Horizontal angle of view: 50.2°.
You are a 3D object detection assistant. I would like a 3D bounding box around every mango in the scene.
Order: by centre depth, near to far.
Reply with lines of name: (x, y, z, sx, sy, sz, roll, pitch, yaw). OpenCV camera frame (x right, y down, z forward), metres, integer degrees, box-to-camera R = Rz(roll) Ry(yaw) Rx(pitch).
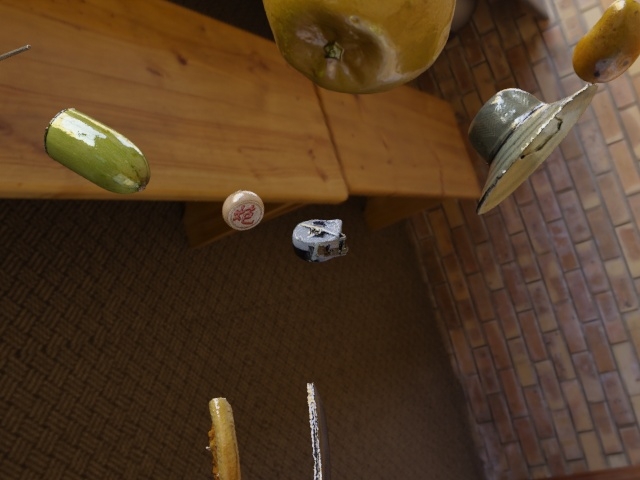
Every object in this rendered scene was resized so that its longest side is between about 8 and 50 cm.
mango: (0.603, -0.404, 1.410, 0.115, 0.178, 0.090, 38, 32, 2)

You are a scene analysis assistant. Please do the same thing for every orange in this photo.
orange: (0.050, -0.331, 0.955, 0.279, 0.279, 0.235, 39, 64, -41)

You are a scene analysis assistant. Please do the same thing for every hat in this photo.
hat: (0.282, -0.162, 1.017, 0.110, 0.252, 0.252, 45, 25, 16)

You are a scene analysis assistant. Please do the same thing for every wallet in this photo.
wallet: (0.002, 0.426, 1.416, 0.124, 0.025, 0.244, 73, 8, -46)

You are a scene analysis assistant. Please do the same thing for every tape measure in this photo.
tape measure: (-0.002, 0.001, 1.198, 0.091, 0.094, 0.054, -103, -170, -56)

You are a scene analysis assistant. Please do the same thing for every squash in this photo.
squash: (-0.480, -0.188, 1.522, 0.247, 0.132, 0.132, 28, 28, 14)

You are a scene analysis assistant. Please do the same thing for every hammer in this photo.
hammer: (-0.430, -0.238, 0.905, 0.035, 0.110, 0.019, -55, 130, -69)

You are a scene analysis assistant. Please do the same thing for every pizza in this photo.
pizza: (-0.198, 0.457, 1.413, 0.056, 0.134, 0.271, -8, 102, -22)

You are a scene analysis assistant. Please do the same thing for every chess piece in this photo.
chess piece: (-0.153, -0.060, 1.354, 0.083, 0.083, 0.038, 38, 15, -42)
